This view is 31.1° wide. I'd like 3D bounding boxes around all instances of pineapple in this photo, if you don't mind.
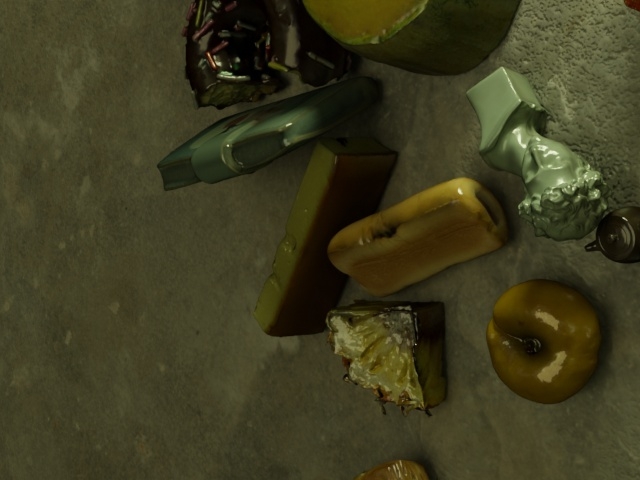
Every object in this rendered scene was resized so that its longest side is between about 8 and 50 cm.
[{"bbox_3d":[0.120,0.165,1.825,0.236,0.114,0.186,41,123,21],"label":"pineapple"}]

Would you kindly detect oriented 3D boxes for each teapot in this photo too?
[{"bbox_3d":[0.406,-0.007,1.522,0.121,0.068,0.076,-23,80,44],"label":"teapot"}]

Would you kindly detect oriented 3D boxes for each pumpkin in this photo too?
[{"bbox_3d":[0.116,-0.401,1.663,0.332,0.199,0.332,12,107,42],"label":"pumpkin"}]

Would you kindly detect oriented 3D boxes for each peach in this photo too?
[{"bbox_3d":[0.311,0.138,1.618,0.179,0.103,0.179,8,102,47],"label":"peach"}]

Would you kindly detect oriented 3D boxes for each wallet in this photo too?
[{"bbox_3d":[-0.096,-0.171,1.880,0.360,0.252,0.083,-11,111,46],"label":"wallet"}]

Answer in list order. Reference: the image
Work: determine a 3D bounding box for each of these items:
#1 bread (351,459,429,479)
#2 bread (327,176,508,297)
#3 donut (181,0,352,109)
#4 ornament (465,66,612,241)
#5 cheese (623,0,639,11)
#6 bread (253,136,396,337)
[{"bbox_3d":[0.120,0.472,1.870,0.235,0.099,0.210,-47,62,45],"label":"bread"},{"bbox_3d":[0.148,-0.007,1.749,0.305,0.142,0.091,-25,38,43],"label":"bread"},{"bbox_3d":[-0.100,-0.365,1.922,0.345,0.136,0.259,-4,92,44],"label":"donut"},{"bbox_3d":[0.293,-0.113,1.577,0.120,0.130,0.285,-50,42,26],"label":"ornament"},{"bbox_3d":[0.458,-0.423,1.366,0.217,0.129,0.329,32,106,41],"label":"cheese"},{"bbox_3d":[0.000,0.000,1.878,0.077,0.138,0.361,42,123,34],"label":"bread"}]
